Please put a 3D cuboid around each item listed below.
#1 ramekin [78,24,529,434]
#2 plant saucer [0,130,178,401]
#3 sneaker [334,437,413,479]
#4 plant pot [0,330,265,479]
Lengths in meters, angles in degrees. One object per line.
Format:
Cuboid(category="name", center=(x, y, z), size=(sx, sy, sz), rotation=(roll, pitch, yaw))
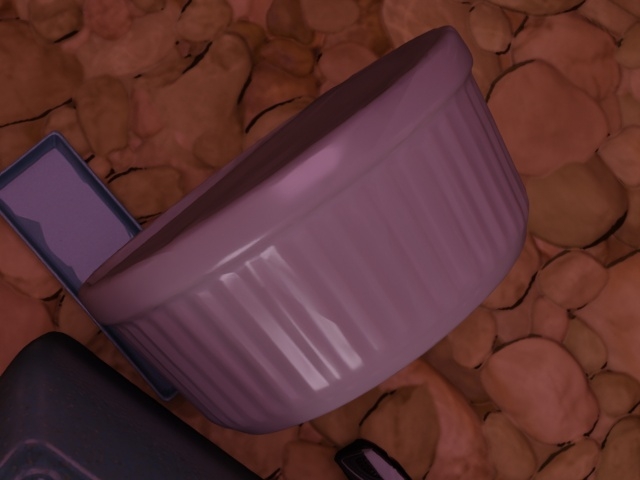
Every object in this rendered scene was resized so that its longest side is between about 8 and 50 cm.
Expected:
Cuboid(category="ramekin", center=(0.000, 0.000, 0.668), size=(0.273, 0.273, 0.127), rotation=(-38, 101, -13))
Cuboid(category="plant saucer", center=(-0.143, 0.017, 0.760), size=(0.067, 0.018, 0.192), rotation=(-41, 88, -13))
Cuboid(category="sneaker", center=(0.055, 0.218, 0.732), size=(0.077, 0.072, 0.178), rotation=(-33, 81, -2))
Cuboid(category="plant pot", center=(-0.133, 0.204, 0.610), size=(0.247, 0.252, 0.247), rotation=(36, 76, -2))
